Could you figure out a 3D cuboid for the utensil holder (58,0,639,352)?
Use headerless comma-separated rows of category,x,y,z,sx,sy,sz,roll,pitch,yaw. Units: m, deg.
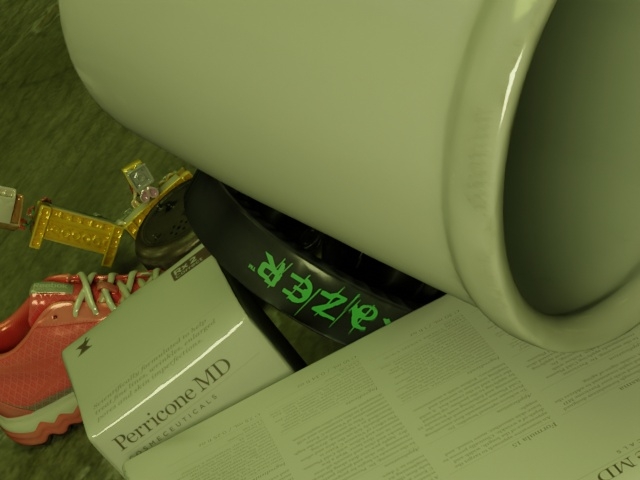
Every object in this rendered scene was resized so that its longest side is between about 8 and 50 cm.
utensil holder,0.064,-0.151,1.045,0.385,0.327,0.327,27,66,36

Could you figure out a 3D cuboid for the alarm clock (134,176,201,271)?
alarm clock,-0.142,0.002,1.630,0.129,0.064,0.192,7,56,52

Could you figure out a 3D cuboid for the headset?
headset,0.000,0.000,1.329,0.185,0.243,0.394,-59,8,20

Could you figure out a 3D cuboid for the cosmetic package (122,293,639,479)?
cosmetic package,0.078,0.162,1.038,0.377,0.097,0.284,-27,26,-5

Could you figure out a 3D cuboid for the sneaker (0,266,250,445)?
sneaker,-0.209,0.081,1.510,0.314,0.136,0.116,-30,30,14

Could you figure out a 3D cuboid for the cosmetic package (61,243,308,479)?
cosmetic package,-0.082,0.133,1.239,0.151,0.184,0.151,-38,28,1

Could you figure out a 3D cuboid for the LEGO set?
LEGO set,-0.237,-0.045,1.731,0.287,0.132,0.107,-21,19,-14
